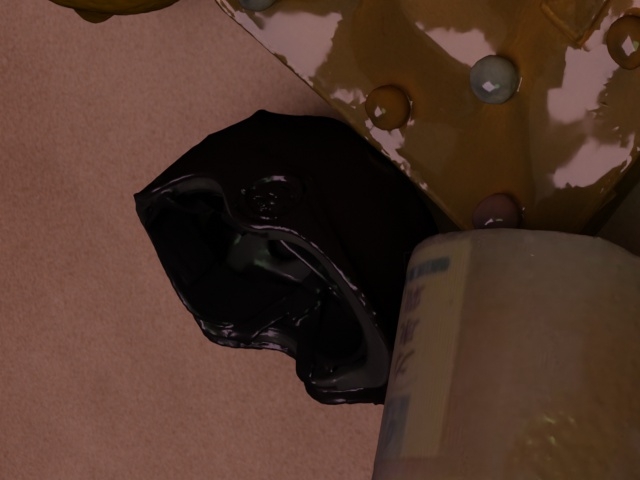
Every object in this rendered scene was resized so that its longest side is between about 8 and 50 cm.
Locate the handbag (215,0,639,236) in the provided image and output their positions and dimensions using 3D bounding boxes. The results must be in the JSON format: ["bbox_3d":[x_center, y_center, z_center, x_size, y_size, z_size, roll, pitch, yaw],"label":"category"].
[{"bbox_3d":[0.108,-0.191,1.373,0.401,0.133,0.283,45,123,16],"label":"handbag"}]

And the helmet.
[{"bbox_3d":[0.000,0.000,1.474,0.305,0.177,0.225,23,146,34],"label":"helmet"}]

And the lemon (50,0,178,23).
[{"bbox_3d":[-0.174,-0.304,1.480,0.228,0.228,0.253,11,112,35],"label":"lemon"}]

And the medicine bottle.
[{"bbox_3d":[0.147,0.215,1.259,0.235,0.236,0.406,-2,70,39],"label":"medicine bottle"}]
